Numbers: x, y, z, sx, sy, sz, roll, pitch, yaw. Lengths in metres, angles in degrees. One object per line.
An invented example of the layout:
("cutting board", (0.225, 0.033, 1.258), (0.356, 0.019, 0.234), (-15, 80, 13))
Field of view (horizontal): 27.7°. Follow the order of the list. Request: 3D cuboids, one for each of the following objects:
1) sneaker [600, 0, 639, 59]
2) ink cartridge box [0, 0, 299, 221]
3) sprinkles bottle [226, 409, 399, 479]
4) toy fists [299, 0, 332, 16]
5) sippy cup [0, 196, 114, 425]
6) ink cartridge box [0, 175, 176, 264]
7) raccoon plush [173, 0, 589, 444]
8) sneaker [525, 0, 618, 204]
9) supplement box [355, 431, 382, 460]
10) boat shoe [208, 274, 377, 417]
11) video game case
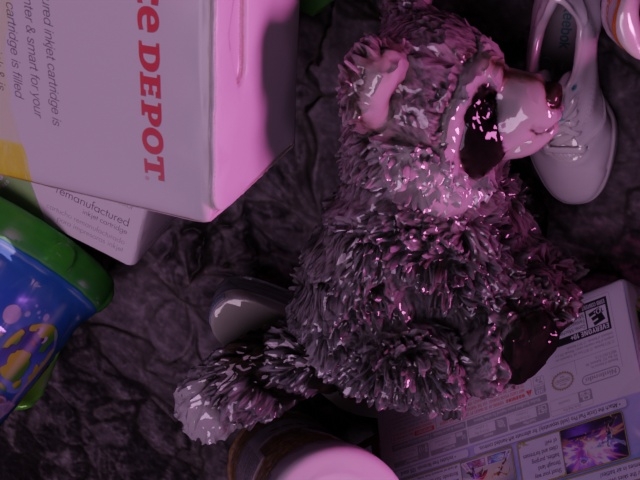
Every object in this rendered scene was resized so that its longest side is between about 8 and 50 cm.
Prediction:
("sneaker", (0.356, -0.182, 0.903), (0.321, 0.127, 0.126), (-11, 115, 23))
("ink cartridge box", (-0.213, -0.199, 0.970), (0.385, 0.160, 0.279), (14, 121, 19))
("sprinkles bottle", (-0.014, 0.230, 1.193), (0.121, 0.355, 0.121), (0, 88, -9))
("toy fists", (-0.019, -0.318, 1.001), (0.142, 0.096, 0.279), (-30, 97, 40))
("sippy cup", (-0.354, 0.081, 1.258), (0.305, 0.224, 0.240), (38, 162, -31))
("ink cartridge box", (-0.194, -0.178, 1.150), (0.207, 0.119, 0.353), (25, 126, 8))
("raccoon plush", (0.000, 0.000, 1.035), (0.446, 0.216, 0.299), (-29, 116, 13))
("sneaker", (0.192, -0.113, 1.041), (0.080, 0.094, 0.212), (2, 121, 20))
("supplement box", (0.140, 0.218, 1.238), (0.073, 0.130, 0.239), (23, 137, -37))
("boat shoe", (-0.001, 0.095, 1.259), (0.228, 0.081, 0.079), (27, 115, -15))
("video game case", (0.175, 0.192, 1.100), (0.270, 0.244, 0.061), (-25, 145, 34))
